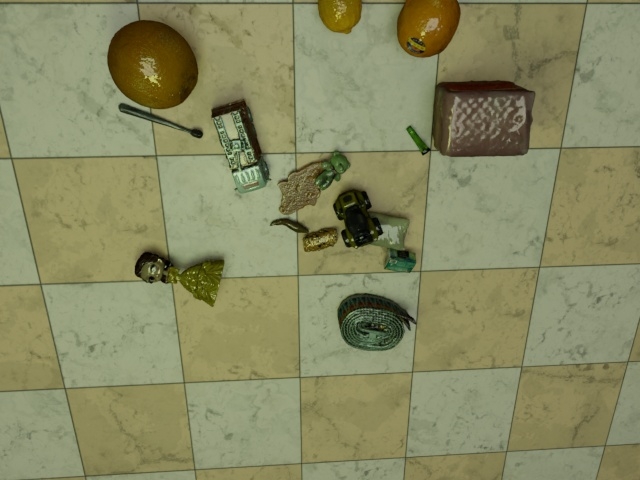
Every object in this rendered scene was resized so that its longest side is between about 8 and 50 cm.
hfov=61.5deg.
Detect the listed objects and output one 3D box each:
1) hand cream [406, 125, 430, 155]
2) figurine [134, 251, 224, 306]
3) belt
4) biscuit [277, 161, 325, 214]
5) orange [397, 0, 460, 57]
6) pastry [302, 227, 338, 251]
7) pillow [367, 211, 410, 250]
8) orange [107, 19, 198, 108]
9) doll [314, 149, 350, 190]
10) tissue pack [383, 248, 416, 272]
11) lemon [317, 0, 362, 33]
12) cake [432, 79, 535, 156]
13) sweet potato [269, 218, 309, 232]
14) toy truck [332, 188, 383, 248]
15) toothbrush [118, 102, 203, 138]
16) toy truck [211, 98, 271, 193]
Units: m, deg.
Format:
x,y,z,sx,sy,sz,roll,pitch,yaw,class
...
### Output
x,y,z,sx,sy,sz,roll,pitch,yaw,class
0.355,-0.365,1.965,0.036,0.023,0.122,-38,111,10,hand cream
-0.538,0.131,2.024,0.315,0.168,0.187,13,139,-12,figurine
0.216,0.342,2.183,0.295,0.160,0.207,16,111,-11,belt
-0.067,-0.196,1.997,0.162,0.035,0.250,36,106,-25,biscuit
0.341,-0.694,1.717,0.193,0.219,0.219,37,107,3,orange
0.000,0.000,2.077,0.140,0.056,0.080,-9,118,2,pastry
0.245,-0.035,2.071,0.181,0.078,0.134,10,108,-2,pillow
-0.521,-0.545,1.682,0.274,0.274,0.274,-2,113,-4,orange
0.046,-0.245,1.955,0.150,0.077,0.115,-49,133,4,doll
0.311,0.072,2.126,0.111,0.079,0.085,9,144,-8,tissue pack
0.061,-0.752,1.711,0.142,0.142,0.187,-12,109,0,lemon
0.541,-0.419,1.842,0.309,0.237,0.230,0,113,-3,cake
-0.115,-0.057,2.052,0.153,0.038,0.041,14,89,-8,sweet potato
0.128,-0.086,1.960,0.147,0.165,0.224,-21,75,9,toy truck
-0.554,-0.414,1.867,0.297,0.030,0.030,18,85,-10,toothbrush
-0.274,-0.314,1.860,0.136,0.162,0.305,-16,114,2,toy truck
